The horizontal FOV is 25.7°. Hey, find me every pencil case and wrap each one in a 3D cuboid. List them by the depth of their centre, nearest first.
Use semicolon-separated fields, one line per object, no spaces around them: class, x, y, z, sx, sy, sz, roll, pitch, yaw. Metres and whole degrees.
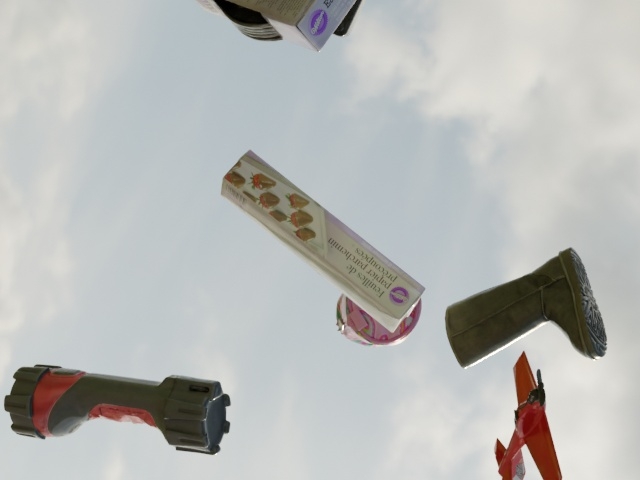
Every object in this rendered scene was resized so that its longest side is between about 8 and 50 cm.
pencil case;0.086;0.112;2.214;0.284;0.124;0.124;125;-29;-84

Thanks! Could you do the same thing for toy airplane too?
toy airplane;0.184;0.177;1.278;0.151;0.028;0.151;179;-90;-81

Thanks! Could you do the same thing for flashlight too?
flashlight;-0.265;0.226;1.840;0.304;0.103;0.103;6;-120;25

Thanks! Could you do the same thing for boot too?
boot;0.272;0.119;1.896;0.208;0.076;0.190;-27;-138;20

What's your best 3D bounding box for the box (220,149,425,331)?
box;0.000;0.000;1.982;0.063;0.324;0.067;-48;170;-20

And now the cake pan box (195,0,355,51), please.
cake pan box;-0.027;-0.381;1.805;0.245;0.070;0.267;24;-103;45

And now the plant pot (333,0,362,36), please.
plant pot;0.003;-0.430;2.272;0.167;0.187;0.188;-91;-155;-64
